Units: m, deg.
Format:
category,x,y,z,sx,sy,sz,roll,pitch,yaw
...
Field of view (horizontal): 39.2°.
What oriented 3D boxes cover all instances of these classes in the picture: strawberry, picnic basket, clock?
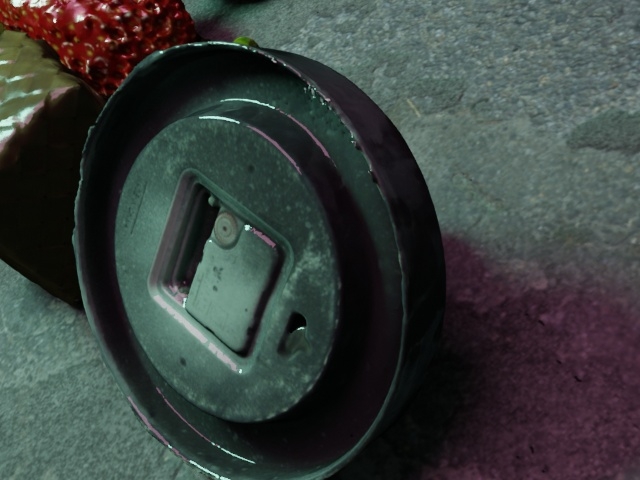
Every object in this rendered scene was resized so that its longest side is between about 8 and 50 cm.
category,x,y,z,sx,sy,sz,roll,pitch,yaw
strawberry,-0.320,-0.317,1.330,0.261,0.258,0.261,-22,32,15
picnic basket,-0.378,-0.107,1.133,0.254,0.291,0.321,-46,50,-11
clock,-0.067,0.022,0.780,0.386,0.386,0.076,6,13,38

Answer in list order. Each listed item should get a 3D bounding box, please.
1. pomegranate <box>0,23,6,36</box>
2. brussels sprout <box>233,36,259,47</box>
category,x,y,z,sx,sy,sz,roll,pitch,yaw
pomegranate,-0.612,-0.464,1.643,0.342,0.342,0.343,-19,44,19
brussels sprout,-0.126,-0.260,1.296,0.083,0.046,0.051,-19,47,33
